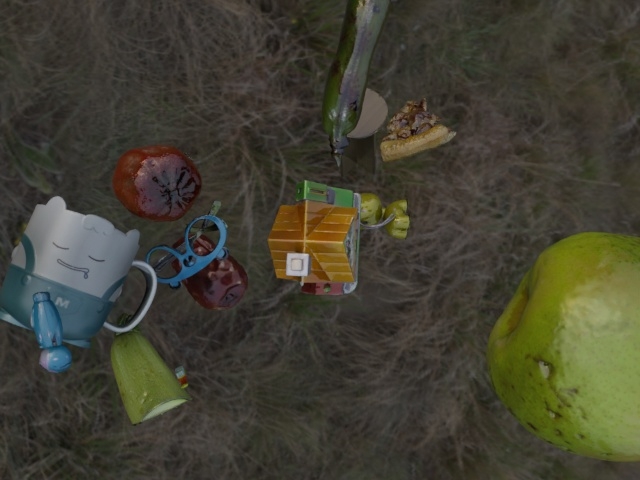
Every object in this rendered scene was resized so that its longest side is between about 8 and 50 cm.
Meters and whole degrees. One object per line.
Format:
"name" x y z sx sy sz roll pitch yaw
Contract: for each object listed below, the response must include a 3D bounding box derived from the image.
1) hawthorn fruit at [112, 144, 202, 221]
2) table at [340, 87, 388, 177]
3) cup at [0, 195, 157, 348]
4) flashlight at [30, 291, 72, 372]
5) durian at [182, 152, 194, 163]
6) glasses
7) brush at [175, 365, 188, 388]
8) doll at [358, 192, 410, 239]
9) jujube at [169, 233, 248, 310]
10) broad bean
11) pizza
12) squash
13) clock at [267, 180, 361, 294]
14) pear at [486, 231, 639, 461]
"hawthorn fruit" -0.333 -0.121 1.405 0.157 0.194 0.157 -28 131 -38
"table" 0.096 -0.275 1.922 0.167 0.167 0.226 -47 158 -20
"cup" -0.482 0.077 1.460 0.290 0.219 0.257 25 81 -24
"flashlight" -0.424 0.144 1.124 0.051 0.051 0.129 -8 79 -37
"durian" -0.327 -0.175 1.623 0.080 0.080 0.091 -34 81 -28
"glasses" -0.313 -0.014 1.695 0.239 0.207 0.102 -34 128 20
"brush" -0.266 0.261 1.367 0.019 0.083 0.021 -26 107 -9
"doll" 0.140 -0.072 2.026 0.221 0.135 0.143 7 138 -4
"jujube" -0.295 0.079 1.871 0.155 0.230 0.155 -37 160 -16
"broad bean" 0.051 -0.270 1.007 0.077 0.061 0.339 -47 153 -74
"pizza" 0.192 -0.244 1.482 0.154 0.194 0.069 -20 125 16
"squash" -0.400 0.285 1.557 0.137 0.287 0.137 -28 144 -23
"clock" 0.000 0.000 1.506 0.309 0.166 0.235 10 82 -77
"pear" 0.474 0.180 1.144 0.391 0.391 0.391 -10 107 -36
